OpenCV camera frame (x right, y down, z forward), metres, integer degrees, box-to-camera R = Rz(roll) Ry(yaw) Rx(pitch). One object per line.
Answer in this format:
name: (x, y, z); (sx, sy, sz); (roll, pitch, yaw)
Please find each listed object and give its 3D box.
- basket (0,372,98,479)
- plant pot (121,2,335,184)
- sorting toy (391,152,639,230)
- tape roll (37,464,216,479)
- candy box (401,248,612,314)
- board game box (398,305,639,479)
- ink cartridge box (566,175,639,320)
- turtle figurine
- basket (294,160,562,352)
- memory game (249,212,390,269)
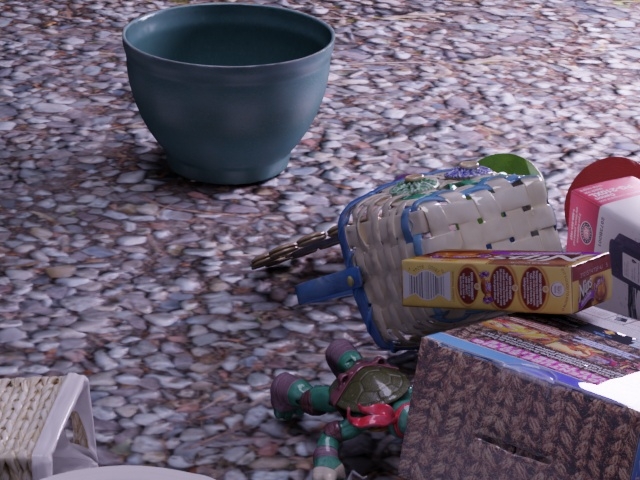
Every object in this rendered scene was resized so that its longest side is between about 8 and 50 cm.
basket: (-0.281, 0.210, 1.725); (0.103, 0.113, 0.167); (0, 24, 7)
plant pot: (-0.129, -0.197, 2.536); (0.293, 0.196, 0.293); (2, 24, -1)
sorting toy: (0.269, -0.034, 2.296); (0.365, 0.127, 0.126); (2, -12, 30)
tape roll: (-0.170, 0.303, 1.536); (0.286, 0.100, 0.286); (2, 25, -1)
candy box: (0.187, 0.040, 1.837); (0.186, 0.053, 0.109); (0, 6, 30)
board game box: (0.256, 0.169, 1.736); (0.232, 0.141, 0.291); (18, 16, 34)
ink cartridge box: (0.382, 0.053, 2.037); (0.100, 0.172, 0.237); (-13, 28, -28)
turtle figurine: (0.052, 0.174, 1.831); (0.175, 0.118, 0.234); (-12, 22, -28)
basket: (0.136, 0.021, 2.095); (0.254, 0.201, 0.289); (-14, -7, -29)
memory game: (0.000, 0.000, 2.207); (0.186, 0.012, 0.186); (-19, -4, -2)
